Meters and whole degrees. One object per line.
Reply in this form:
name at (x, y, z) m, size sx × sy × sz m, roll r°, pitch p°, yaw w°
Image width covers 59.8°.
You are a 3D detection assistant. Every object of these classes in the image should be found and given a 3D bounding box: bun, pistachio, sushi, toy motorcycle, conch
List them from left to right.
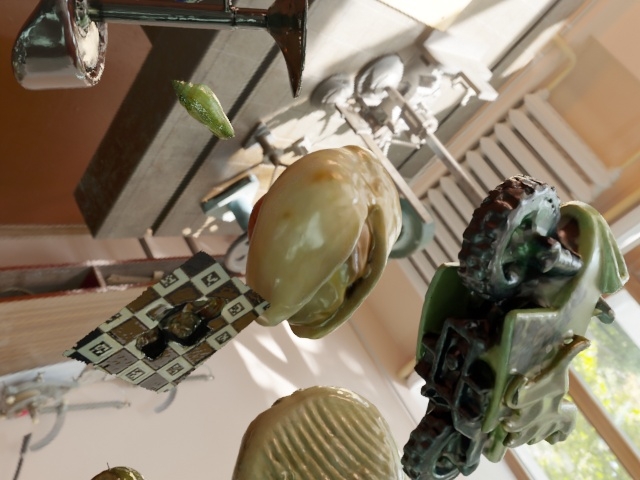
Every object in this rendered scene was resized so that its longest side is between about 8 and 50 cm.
sushi at (-0.194, 0.104, 0.739) m, size 0.210 × 0.040 × 0.193 m, roll -38°, pitch 141°, yaw 2°
conch at (-0.291, -0.330, 1.385) m, size 0.079 × 0.201 × 0.095 m, roll -38°, pitch -168°, yaw -15°
bun at (-0.001, 0.463, 1.053) m, size 0.234 × 0.326 × 0.362 m, roll 77°, pitch 33°, yaw -63°
pistachio at (0.000, 0.000, 0.880) m, size 0.229 × 0.238 × 0.321 m, roll 25°, pitch 92°, yaw -31°
toy motorcycle at (0.214, 0.115, 0.643) m, size 0.237 × 0.169 × 0.410 m, roll -9°, pitch 123°, yaw -31°

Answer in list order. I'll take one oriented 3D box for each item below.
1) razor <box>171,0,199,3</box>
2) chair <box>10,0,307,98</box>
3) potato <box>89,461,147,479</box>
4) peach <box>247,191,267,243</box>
razor at (-0.300, -0.490, 1.145) m, size 0.093 × 0.324 × 0.056 m, roll -44°, pitch 129°, yaw -44°
chair at (-0.225, -0.323, 0.801) m, size 0.401 × 0.226 × 0.226 m, roll -1°, pitch 151°, yaw -8°
potato at (-0.272, 0.387, 0.666) m, size 0.149 × 0.113 × 0.251 m, roll 3°, pitch 97°, yaw -77°
peach at (-0.078, -0.006, 1.462) m, size 0.232 × 0.257 × 0.232 m, roll 6°, pitch -177°, yaw 0°
